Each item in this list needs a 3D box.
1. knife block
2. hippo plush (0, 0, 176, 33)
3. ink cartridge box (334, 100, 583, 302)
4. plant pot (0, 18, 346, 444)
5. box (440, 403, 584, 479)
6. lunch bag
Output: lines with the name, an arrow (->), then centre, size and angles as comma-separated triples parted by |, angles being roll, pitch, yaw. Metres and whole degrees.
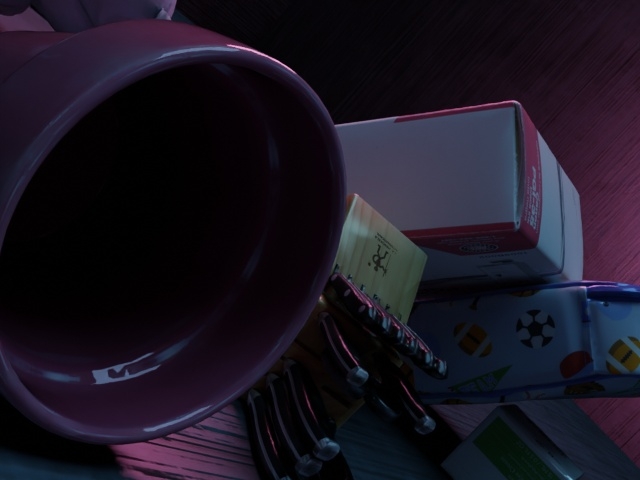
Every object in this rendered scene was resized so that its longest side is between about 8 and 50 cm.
knife block -> -0.022, 0.094, 0.674 | 0.088, 0.242, 0.276 | 40, -36, -23
hippo plush -> -0.278, -0.250, 0.938 | 0.237, 0.234, 0.294 | 13, 11, -15
ink cartridge box -> 0.129, -0.021, 0.865 | 0.283, 0.207, 0.117 | 29, 60, -60
plant pot -> -0.117, -0.025, 0.461 | 0.180, 0.201, 0.201 | 30, -1, 40
box -> 0.192, 0.228, 0.887 | 0.101, 0.087, 0.102 | 46, 10, 22
lunch bag -> 0.209, 0.117, 0.941 | 0.243, 0.304, 0.114 | 22, 64, -61
